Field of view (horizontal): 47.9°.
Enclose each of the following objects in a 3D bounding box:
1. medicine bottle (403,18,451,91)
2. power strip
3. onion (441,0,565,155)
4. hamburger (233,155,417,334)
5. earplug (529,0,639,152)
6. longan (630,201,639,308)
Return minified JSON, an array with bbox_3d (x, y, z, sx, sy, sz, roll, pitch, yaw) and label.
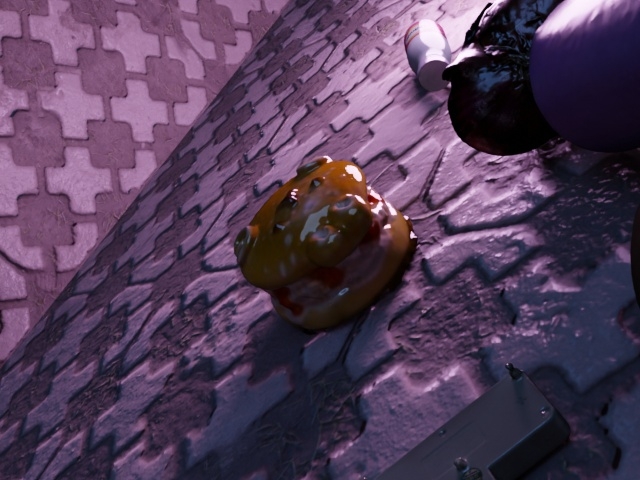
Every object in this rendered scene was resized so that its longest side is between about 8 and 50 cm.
[{"bbox_3d":[0.224,-0.382,1.486,0.090,0.090,0.216,-32,29,21],"label":"medicine bottle"},{"bbox_3d":[0.149,0.233,0.709,0.216,0.061,0.145,-41,26,5],"label":"power strip"},{"bbox_3d":[0.302,-0.241,1.046,0.281,0.221,0.281,-53,-2,-3],"label":"onion"},{"bbox_3d":[0.000,0.000,1.122,0.261,0.186,0.303,-44,29,-2],"label":"hamburger"},{"bbox_3d":[0.382,-0.213,0.713,0.215,0.215,0.456,-43,3,-1],"label":"earplug"},{"bbox_3d":[0.372,0.008,0.575,0.248,0.248,0.248,-32,28,20],"label":"longan"}]
